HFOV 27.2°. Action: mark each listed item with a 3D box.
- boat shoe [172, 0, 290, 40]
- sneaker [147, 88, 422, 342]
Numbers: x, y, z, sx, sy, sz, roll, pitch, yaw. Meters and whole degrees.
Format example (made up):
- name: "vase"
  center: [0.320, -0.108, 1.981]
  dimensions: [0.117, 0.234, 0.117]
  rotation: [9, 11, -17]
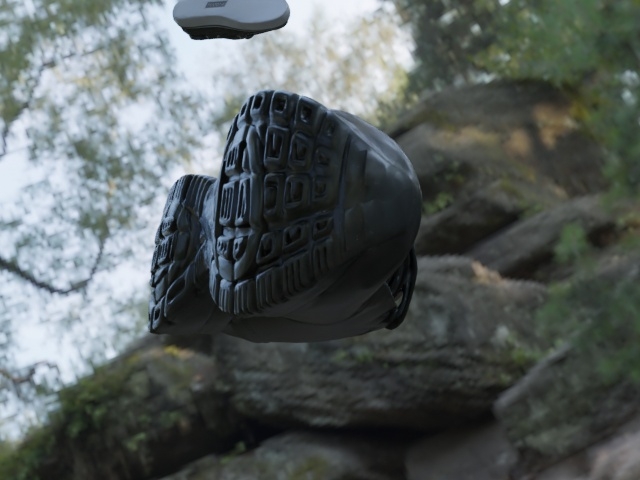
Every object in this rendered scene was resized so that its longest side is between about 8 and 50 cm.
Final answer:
- name: "boat shoe"
  center: [-0.085, -0.223, 1.331]
  dimensions: [0.142, 0.049, 0.040]
  rotation: [8, -34, 34]
- name: "sneaker"
  center: [0.000, 0.000, 0.664]
  dimensions: [0.130, 0.109, 0.286]
  rotation: [11, -9, -17]
